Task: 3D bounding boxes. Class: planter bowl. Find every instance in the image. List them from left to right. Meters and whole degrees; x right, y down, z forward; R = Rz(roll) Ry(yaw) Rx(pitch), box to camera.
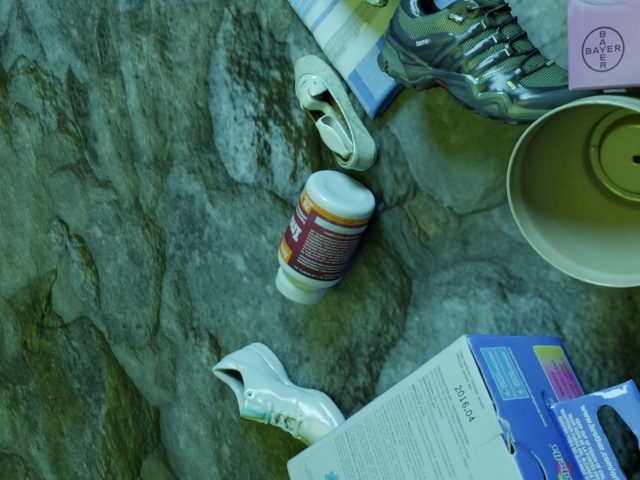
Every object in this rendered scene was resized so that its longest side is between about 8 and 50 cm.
[{"bbox_3d":[0.255,-0.055,0.683,0.162,0.109,0.162,20,126,30],"label":"planter bowl"}]

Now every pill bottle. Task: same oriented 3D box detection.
[{"bbox_3d":[0.000,0.000,0.960,0.086,0.086,0.152,42,125,28],"label":"pill bottle"}]

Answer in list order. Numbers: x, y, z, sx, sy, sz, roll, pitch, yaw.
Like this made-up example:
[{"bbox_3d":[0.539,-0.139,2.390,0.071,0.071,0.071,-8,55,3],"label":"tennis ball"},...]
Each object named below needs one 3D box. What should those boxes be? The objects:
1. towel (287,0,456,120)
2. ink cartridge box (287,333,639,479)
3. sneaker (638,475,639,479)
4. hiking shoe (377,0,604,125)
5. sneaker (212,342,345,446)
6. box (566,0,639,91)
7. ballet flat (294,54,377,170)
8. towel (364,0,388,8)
[{"bbox_3d":[0.038,-0.305,0.886,0.209,0.034,0.285,-45,70,40],"label":"towel"},{"bbox_3d":[0.154,0.270,0.796,0.395,0.151,0.270,-47,51,42],"label":"ink cartridge box"},{"bbox_3d":[0.384,0.306,0.646,0.314,0.136,0.116,45,126,26],"label":"sneaker"},{"bbox_3d":[0.158,-0.182,0.752,0.227,0.086,0.114,23,121,24],"label":"hiking shoe"},{"bbox_3d":[-0.058,0.222,1.064,0.212,0.094,0.080,34,120,32],"label":"sneaker"},{"bbox_3d":[0.305,-0.240,0.597,0.213,0.117,0.243,6,104,42],"label":"box"},{"bbox_3d":[0.008,-0.152,0.938,0.168,0.052,0.057,56,131,18],"label":"ballet flat"},{"bbox_3d":[0.039,-0.308,0.819,0.148,0.027,0.110,51,133,41],"label":"towel"}]
